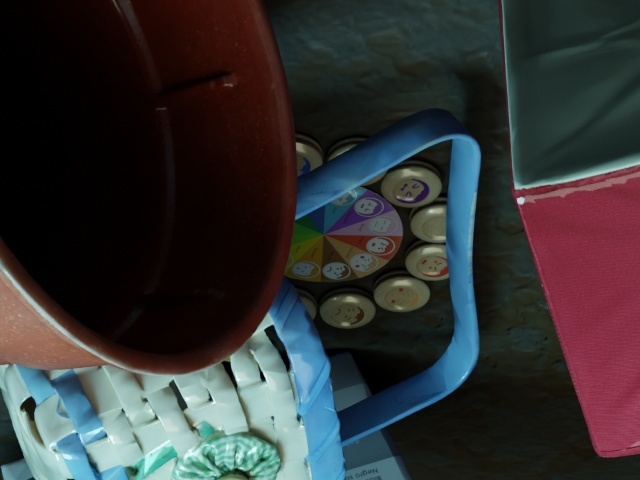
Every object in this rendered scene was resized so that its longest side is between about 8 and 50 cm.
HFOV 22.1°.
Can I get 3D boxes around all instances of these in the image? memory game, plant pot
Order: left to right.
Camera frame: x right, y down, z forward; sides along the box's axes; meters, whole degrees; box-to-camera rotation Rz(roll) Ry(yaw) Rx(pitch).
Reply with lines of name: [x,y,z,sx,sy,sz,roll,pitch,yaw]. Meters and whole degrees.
plant pot: [-0.195,-0.048,0.773,0.265,0.272,0.272,-14,140,29]
memory game: [0.000,0.000,1.007,0.186,0.012,0.186,0,140,0]

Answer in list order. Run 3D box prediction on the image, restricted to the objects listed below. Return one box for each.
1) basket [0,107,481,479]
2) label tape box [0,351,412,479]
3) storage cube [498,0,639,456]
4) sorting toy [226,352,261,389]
basket: [-0.033,0.068,0.944,0.289,0.201,0.254,-30,144,-16]
label tape box: [-0.032,0.261,1.015,0.249,0.347,0.115,-17,139,-12]
storage cube: [0.198,-0.036,0.815,0.184,0.215,0.193,-11,133,14]
sorting toy: [-0.147,0.181,1.176,0.196,0.047,0.347,22,120,-40]
